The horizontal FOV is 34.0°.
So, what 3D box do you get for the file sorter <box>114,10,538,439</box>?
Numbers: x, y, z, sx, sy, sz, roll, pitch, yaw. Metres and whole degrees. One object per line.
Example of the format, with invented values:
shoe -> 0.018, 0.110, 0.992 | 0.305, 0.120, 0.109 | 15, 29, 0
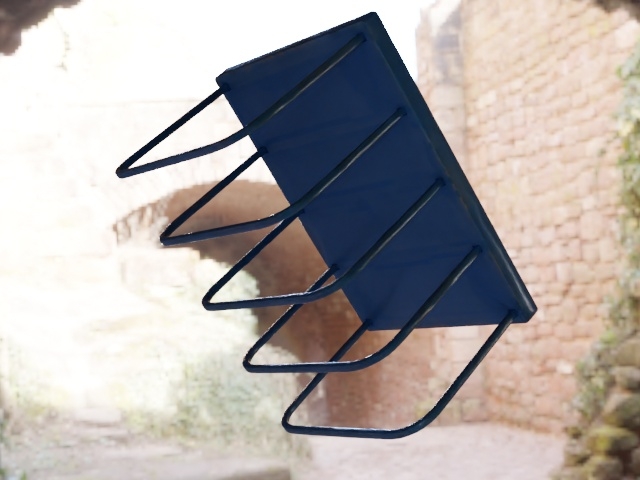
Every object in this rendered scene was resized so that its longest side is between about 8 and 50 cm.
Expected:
file sorter -> 0.000, 0.000, 0.508 | 0.118, 0.170, 0.104 | -9, 28, 49
